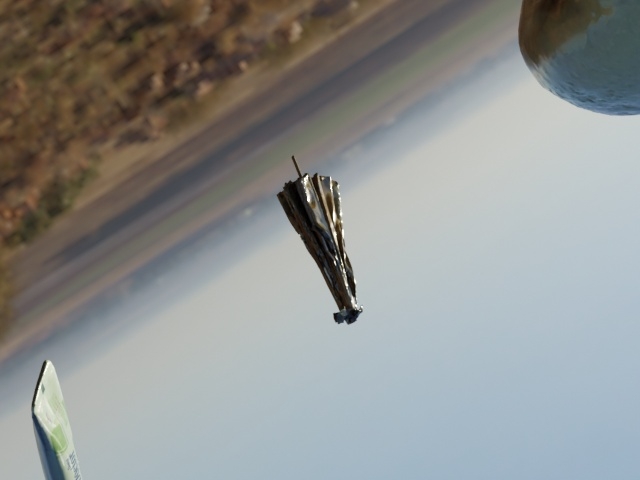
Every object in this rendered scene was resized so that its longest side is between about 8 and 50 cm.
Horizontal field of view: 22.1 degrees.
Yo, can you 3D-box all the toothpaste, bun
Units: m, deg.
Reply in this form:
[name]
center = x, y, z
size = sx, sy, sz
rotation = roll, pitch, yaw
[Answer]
[toothpaste]
center = -0.214, 0.168, 1.324
size = 0.197, 0.029, 0.048
rotation = 91, 9, -53
[bun]
center = 0.244, -0.193, 1.005
size = 0.283, 0.179, 0.283
rotation = -63, -178, 4

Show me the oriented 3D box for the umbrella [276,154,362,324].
[umbrella]
center = 0.002, -0.001, 0.759
size = 0.020, 0.083, 0.031
rotation = -33, 164, 38
